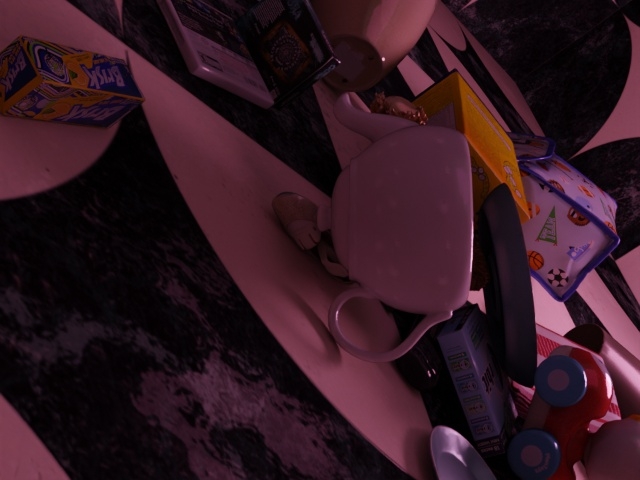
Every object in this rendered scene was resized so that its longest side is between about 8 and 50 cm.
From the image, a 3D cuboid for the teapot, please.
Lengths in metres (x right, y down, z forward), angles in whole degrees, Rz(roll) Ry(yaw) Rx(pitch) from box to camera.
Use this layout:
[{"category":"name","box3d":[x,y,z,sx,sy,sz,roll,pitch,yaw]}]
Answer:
[{"category":"teapot","box3d":[0.088,-0.020,1.269,0.256,0.187,0.252,-87,176,-56]}]

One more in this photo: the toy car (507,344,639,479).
[{"category":"toy car","box3d":[0.414,0.282,1.463,0.238,0.210,0.219,20,0,19]}]

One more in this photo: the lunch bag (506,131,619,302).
[{"category":"lunch bag","box3d":[0.473,-0.099,2.294,0.385,0.239,0.328,39,21,3]}]

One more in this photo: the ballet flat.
[{"category":"ballet flat","box3d":[0.000,0.000,1.326,0.168,0.057,0.052,40,34,-33]}]

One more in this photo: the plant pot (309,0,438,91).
[{"category":"plant pot","box3d":[0.079,-0.410,1.929,0.256,0.256,0.274,45,40,-25]}]

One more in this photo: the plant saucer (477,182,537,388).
[{"category":"plant saucer","box3d":[0.282,0.071,1.567,0.317,0.044,0.317,-7,90,-86]}]

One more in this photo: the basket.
[{"category":"basket","box3d":[0.581,0.283,2.041,0.227,0.154,0.204,41,22,-23]}]

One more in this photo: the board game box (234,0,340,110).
[{"category":"board game box","box3d":[-0.054,-0.310,1.589,0.026,0.126,0.186,25,36,-54]}]

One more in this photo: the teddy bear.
[{"category":"teddy bear","box3d":[0.144,-0.070,1.548,0.245,0.113,0.338,-113,-179,-71]}]

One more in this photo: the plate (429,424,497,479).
[{"category":"plate","box3d":[0.187,0.320,1.277,0.188,0.024,0.188,45,21,-23]}]

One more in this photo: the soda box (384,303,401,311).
[{"category":"soda box","box3d":[0.090,0.020,1.482,0.169,0.060,0.053,60,20,16]}]

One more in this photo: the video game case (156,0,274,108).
[{"category":"video game case","box3d":[-0.157,-0.284,1.473,0.190,0.022,0.173,17,43,-58]}]

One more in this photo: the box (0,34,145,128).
[{"category":"box","box3d":[-0.249,-0.153,1.003,0.054,0.059,0.169,61,21,10]}]

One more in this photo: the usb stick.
[{"category":"usb stick","box3d":[0.157,0.138,1.469,0.077,0.045,0.278,60,19,-6]}]

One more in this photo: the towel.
[{"category":"towel","box3d":[0.421,0.243,1.776,0.237,0.037,0.329,28,25,-7]}]

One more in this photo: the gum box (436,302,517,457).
[{"category":"gum box","box3d":[0.229,0.199,1.473,0.184,0.041,0.157,69,19,-4]}]

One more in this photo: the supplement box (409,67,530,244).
[{"category":"supplement box","box3d":[0.233,-0.132,1.846,0.195,0.194,0.356,48,22,-18]}]
